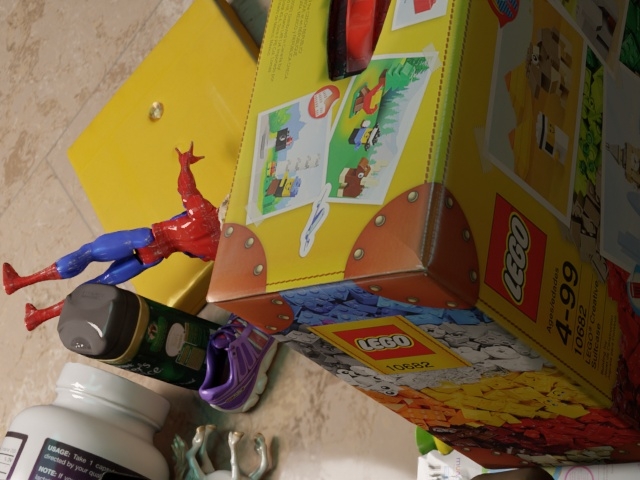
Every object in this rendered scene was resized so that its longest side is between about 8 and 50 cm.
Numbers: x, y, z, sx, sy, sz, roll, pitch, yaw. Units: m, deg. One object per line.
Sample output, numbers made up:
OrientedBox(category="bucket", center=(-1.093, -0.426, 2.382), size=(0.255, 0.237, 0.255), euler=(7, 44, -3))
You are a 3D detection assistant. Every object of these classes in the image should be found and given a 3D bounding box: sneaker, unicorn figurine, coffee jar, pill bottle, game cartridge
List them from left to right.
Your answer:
OrientedBox(category="pill bottle", center=(-0.273, 0.300, 1.476), size=(0.182, 0.181, 0.322), euler=(5, 67, 43))
OrientedBox(category="coffee jar", center=(-0.185, 0.103, 1.494), size=(0.096, 0.184, 0.079), euler=(4, 75, 43))
OrientedBox(category="game cartridge", center=(-0.150, -0.097, 1.650), size=(0.285, 0.053, 0.323), euler=(-46, 51, 17))
OrientedBox(category="unicorn figurine", center=(-0.097, 0.250, 1.449), size=(0.162, 0.060, 0.111), euler=(0, 82, 56))
OrientedBox(category="sneaker", center=(-0.080, 0.098, 1.483), size=(0.068, 0.071, 0.169), euler=(8, 77, 43))

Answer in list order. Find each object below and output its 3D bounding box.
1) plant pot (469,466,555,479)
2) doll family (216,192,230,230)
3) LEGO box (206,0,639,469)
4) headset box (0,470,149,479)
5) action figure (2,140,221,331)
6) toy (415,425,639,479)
OrientedBox(category="plant pot", center=(0.242, 0.283, 1.026), size=(0.229, 0.263, 0.263), euler=(-13, 62, 17))
OrientedBox(category="doll family", center=(0.000, 0.000, 1.388), size=(0.118, 0.163, 0.263), euler=(-53, 46, 11))
OrientedBox(category="LEGO box", center=(0.142, -0.112, 1.122), size=(0.193, 0.372, 0.500), euler=(-11, 58, 37))
OrientedBox(category="headset box", center=(-0.207, 0.355, 1.285), size=(0.131, 0.246, 0.283), euler=(-7, 69, 42))
OrientedBox(category="action figure", center=(-0.202, -0.010, 1.541), size=(0.280, 0.091, 0.139), euler=(-19, 35, 3))
OrientedBox(category="toy", center=(0.193, 0.165, 1.221), size=(0.237, 0.056, 0.136), euler=(-8, 68, 35))
